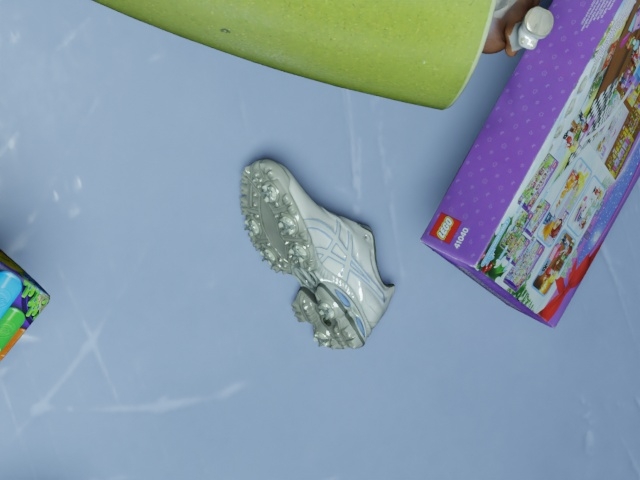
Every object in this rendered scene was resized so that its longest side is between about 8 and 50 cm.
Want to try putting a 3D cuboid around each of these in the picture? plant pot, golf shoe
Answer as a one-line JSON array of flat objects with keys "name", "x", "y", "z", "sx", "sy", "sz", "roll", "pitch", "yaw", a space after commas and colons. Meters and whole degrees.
[{"name": "plant pot", "x": -0.048, "y": -0.234, "z": 0.785, "sx": 0.293, "sy": 0.275, "sz": 0.275, "roll": 4, "pitch": 100, "yaw": -7}, {"name": "golf shoe", "x": 0.000, "y": 0.000, "z": 0.949, "sx": 0.086, "sy": 0.069, "sz": 0.176, "roll": -43, "pitch": 118, "yaw": -32}]

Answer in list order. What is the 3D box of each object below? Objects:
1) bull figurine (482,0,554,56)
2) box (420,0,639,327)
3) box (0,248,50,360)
[{"name": "bull figurine", "x": 0.152, "y": -0.283, "z": 0.889, "sx": 0.101, "sy": 0.188, "sz": 0.310, "roll": 11, "pitch": 102, "yaw": -2}, {"name": "box", "x": 0.207, "y": -0.088, "z": 0.960, "sx": 0.293, "sy": 0.057, "sz": 0.201, "roll": -60, "pitch": 147, "yaw": -2}, {"name": "box", "x": -0.363, "y": 0.046, "z": 0.664, "sx": 0.279, "sy": 0.177, "sz": 0.290, "roll": -52, "pitch": 150, "yaw": -5}]
